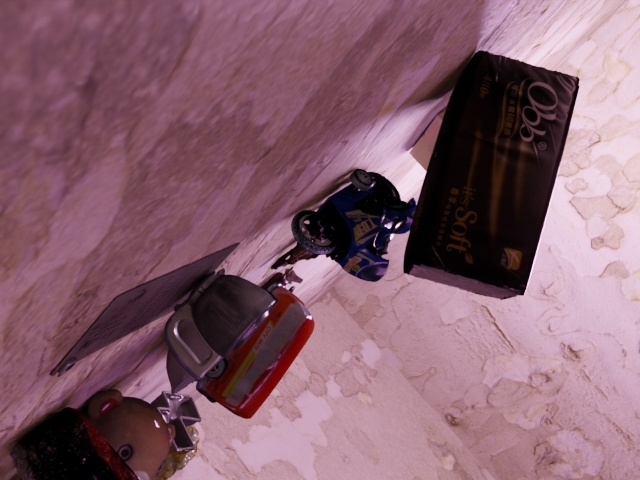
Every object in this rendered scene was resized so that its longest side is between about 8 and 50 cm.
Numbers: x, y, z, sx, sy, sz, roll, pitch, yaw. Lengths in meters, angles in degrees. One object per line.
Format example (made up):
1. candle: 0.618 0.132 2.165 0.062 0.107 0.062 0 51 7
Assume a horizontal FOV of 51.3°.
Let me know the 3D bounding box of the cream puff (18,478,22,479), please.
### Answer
1. cream puff: -0.458 0.470 1.268 0.221 0.194 0.194 -36 172 -19

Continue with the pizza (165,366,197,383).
1. pizza: -0.220 0.207 1.317 0.226 0.069 0.147 -43 156 -31

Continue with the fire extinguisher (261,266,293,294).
1. fire extinguisher: -0.113 0.109 1.497 0.132 0.039 0.056 -44 -178 22

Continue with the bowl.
1. bowl: -0.206 0.173 1.150 0.189 0.086 0.189 -40 172 -7

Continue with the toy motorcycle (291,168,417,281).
1. toy motorcycle: 0.079 -0.024 1.144 0.315 0.169 0.113 -34 169 -50

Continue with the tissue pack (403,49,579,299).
1. tissue pack: 0.275 -0.102 1.105 0.210 0.198 0.369 48 58 -80

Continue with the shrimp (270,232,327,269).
1. shrimp: 0.004 0.003 1.358 0.262 0.066 0.117 -37 172 -23

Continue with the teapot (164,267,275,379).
1. teapot: -0.145 0.108 0.952 0.149 0.108 0.111 -50 175 25

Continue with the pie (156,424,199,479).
1. pie: -0.456 0.564 1.783 0.275 0.105 0.257 -35 -145 -23

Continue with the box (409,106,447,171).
1. box: 0.310 -0.244 1.395 0.212 0.095 0.168 -39 171 -24

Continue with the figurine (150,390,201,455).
1. figurine: -0.442 0.506 1.623 0.285 0.167 0.342 -38 176 9

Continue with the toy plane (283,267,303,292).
1. toy plane: -0.111 0.143 1.577 0.197 0.078 0.053 -60 164 22

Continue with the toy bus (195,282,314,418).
1. toy bus: -0.115 0.215 1.297 0.265 0.120 0.121 -53 155 -18

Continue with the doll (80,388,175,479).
1. doll: -0.391 0.417 1.128 0.329 0.174 0.235 -54 138 -16

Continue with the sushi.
1. sushi: -0.344 0.361 0.960 0.126 0.225 0.136 -40 179 -33

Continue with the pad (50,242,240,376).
1. pad: -0.211 0.082 0.855 0.159 0.009 0.265 -45 173 26
